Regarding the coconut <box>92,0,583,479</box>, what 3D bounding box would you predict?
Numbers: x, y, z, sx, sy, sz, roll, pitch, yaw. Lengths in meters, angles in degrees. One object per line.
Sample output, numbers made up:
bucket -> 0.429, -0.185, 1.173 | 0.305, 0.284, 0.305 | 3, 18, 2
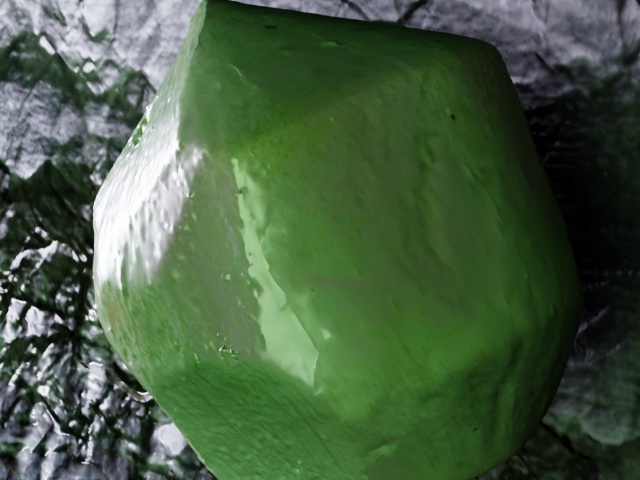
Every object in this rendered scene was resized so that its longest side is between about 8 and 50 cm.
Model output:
coconut -> 0.000, 0.000, 0.842 | 0.328, 0.281, 0.328 | 61, 165, 27
